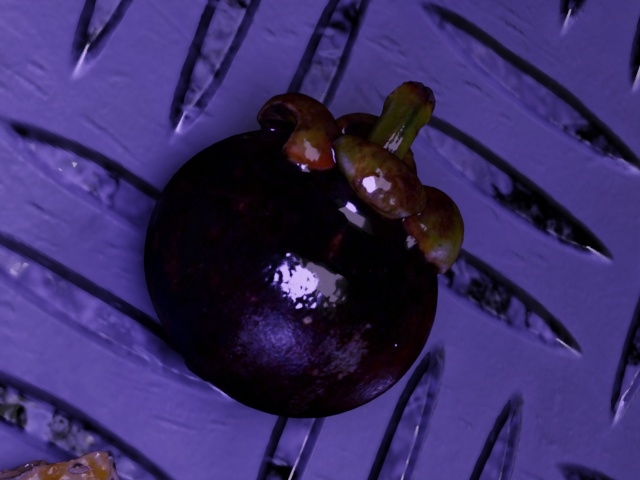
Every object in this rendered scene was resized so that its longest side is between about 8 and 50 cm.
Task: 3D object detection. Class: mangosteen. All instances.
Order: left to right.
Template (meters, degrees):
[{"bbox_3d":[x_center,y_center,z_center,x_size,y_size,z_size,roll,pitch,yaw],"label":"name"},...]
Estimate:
[{"bbox_3d":[0.000,0.000,1.242,0.194,0.194,0.230,40,101,-23],"label":"mangosteen"}]

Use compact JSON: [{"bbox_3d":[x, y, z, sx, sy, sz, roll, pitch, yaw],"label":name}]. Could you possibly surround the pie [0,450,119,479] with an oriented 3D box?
[{"bbox_3d":[-0.150,0.271,1.190,0.128,0.068,0.282,-12,93,-29],"label":"pie"}]
